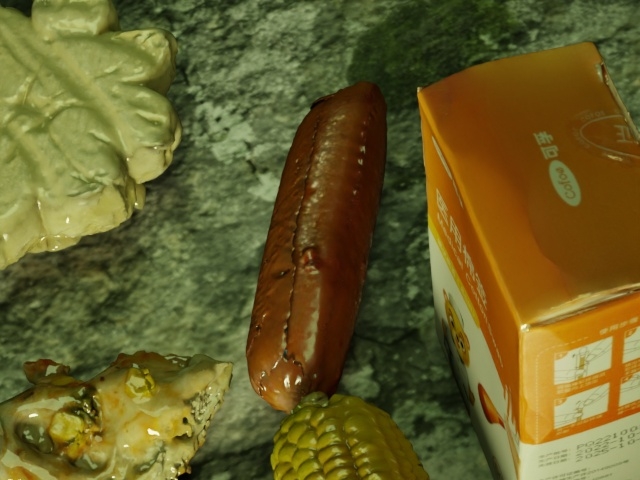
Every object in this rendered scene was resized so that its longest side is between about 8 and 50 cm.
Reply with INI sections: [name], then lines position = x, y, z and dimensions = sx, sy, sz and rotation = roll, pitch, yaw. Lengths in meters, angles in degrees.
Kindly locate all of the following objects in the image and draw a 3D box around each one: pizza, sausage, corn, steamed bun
[pizza]
position = -0.207, 0.174, 1.387
dimensions = 0.297, 0.071, 0.189
rotation = -14, 54, -3
[sausage]
position = 0.000, 0.000, 1.464
dimensions = 0.102, 0.102, 0.330
rotation = 5, 56, 11
[corn]
position = 0.062, 0.265, 1.263
dimensions = 0.120, 0.120, 0.363
rotation = -23, 57, -9
[steamed bun]
position = -0.267, -0.089, 1.543
dimensions = 0.292, 0.137, 0.295
rotation = -2, 61, 5

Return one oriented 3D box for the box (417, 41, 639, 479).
[box]
position = 0.177, 0.046, 1.261
dimensions = 0.143, 0.341, 0.225
rotation = -17, 55, -4
